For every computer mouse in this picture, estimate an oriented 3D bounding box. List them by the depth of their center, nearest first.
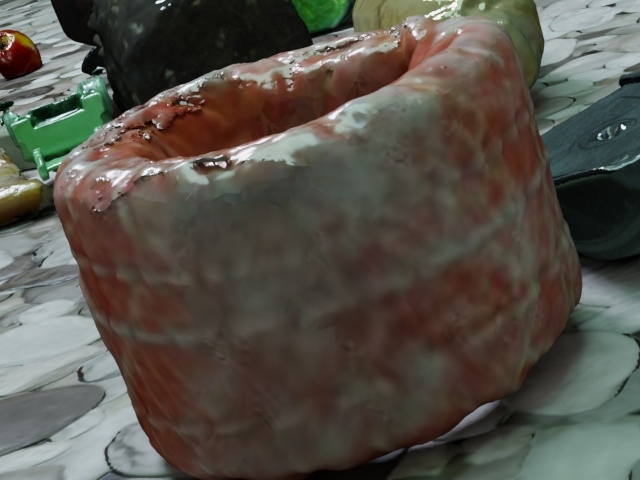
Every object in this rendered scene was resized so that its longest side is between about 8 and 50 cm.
[{"bbox_3d":[0.166,-0.035,0.845,0.126,0.071,0.231,-35,11,-12],"label":"computer mouse"}]

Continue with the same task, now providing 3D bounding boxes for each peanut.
[{"bbox_3d":[0.096,-0.175,1.254,0.130,0.130,0.290,-18,15,-6],"label":"peanut"}]

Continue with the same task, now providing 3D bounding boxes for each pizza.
[{"bbox_3d":[-0.300,-0.048,1.345,0.185,0.052,0.195,-11,17,8],"label":"pizza"}]

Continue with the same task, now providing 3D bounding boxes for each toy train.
[{"bbox_3d":[-0.216,-0.090,1.323,0.099,0.081,0.149,-21,-3,-5],"label":"toy train"}]

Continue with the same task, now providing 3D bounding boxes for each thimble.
[{"bbox_3d":[0.000,0.000,0.733,0.239,0.162,0.239,-18,16,5],"label":"thimble"}]

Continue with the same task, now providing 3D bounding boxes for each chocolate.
[{"bbox_3d":[0.011,-0.317,1.837,0.110,0.110,0.291,-12,15,12],"label":"chocolate"}]

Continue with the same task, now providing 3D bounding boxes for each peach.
[{"bbox_3d":[-0.401,-0.246,2.071,0.050,0.077,0.083,-18,-27,9],"label":"peach"}]

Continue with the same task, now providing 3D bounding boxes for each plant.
[{"bbox_3d":[-0.101,-0.178,1.359,0.194,0.181,0.320,-16,22,-9],"label":"plant"}]

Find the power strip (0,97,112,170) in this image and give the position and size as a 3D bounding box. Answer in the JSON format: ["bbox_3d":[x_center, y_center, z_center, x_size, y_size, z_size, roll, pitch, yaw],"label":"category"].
[{"bbox_3d":[-0.273,-0.097,1.486,0.175,0.042,0.075,-8,20,24],"label":"power strip"}]

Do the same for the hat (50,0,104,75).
[{"bbox_3d":[-0.247,-0.277,1.768,0.209,0.238,0.336,-32,44,17],"label":"hat"}]
